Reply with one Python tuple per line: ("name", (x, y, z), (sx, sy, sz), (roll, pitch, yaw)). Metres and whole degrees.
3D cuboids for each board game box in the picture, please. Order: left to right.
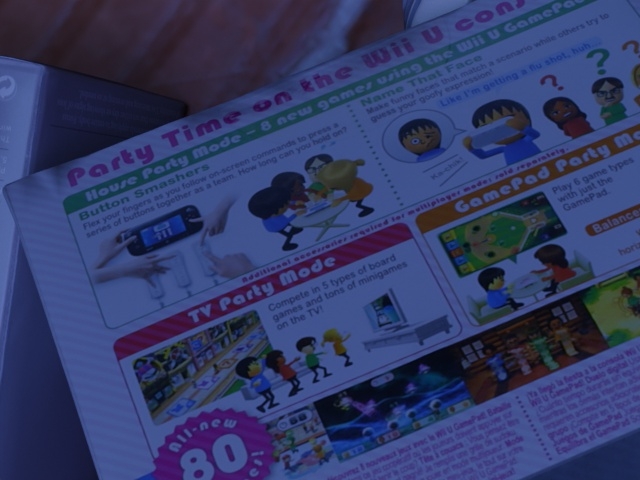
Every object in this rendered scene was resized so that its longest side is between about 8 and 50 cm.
("board game box", (0.055, 0.068, 0.554), (0.224, 0.097, 0.303), (-22, 48, -3))

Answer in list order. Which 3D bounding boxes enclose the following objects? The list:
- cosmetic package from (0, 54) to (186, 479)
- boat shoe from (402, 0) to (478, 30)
("cosmetic package", (-0.131, 0.051, 0.713), (0.107, 0.127, 0.238), (12, 90, 19))
("boat shoe", (0.083, -0.163, 0.677), (0.081, 0.079, 0.227), (33, 94, 26))
